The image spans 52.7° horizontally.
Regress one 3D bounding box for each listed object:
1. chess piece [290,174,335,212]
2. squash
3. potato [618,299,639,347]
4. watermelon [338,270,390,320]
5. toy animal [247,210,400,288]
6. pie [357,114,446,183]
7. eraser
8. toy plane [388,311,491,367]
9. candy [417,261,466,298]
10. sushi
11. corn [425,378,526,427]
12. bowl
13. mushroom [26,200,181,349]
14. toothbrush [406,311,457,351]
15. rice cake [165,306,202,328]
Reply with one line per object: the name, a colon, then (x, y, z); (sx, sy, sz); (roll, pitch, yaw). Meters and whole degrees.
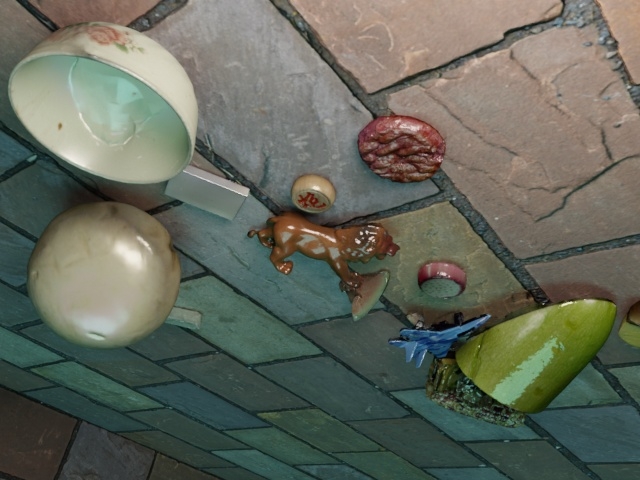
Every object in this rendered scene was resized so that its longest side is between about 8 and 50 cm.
chess piece: (-0.014, -0.086, 1.196); (0.084, 0.038, 0.083); (10, 147, 7)
squash: (0.487, 0.207, 1.419); (0.234, 0.210, 0.308); (15, 115, -28)
potato: (0.671, 0.176, 1.350); (0.096, 0.066, 0.103); (24, 153, 7)
watermelon: (0.102, 0.121, 1.448); (0.155, 0.101, 0.080); (-26, 121, 32)
toy animal: (0.000, 0.000, 1.292); (0.313, 0.097, 0.157); (14, 135, 2)
pie: (0.133, -0.146, 1.057); (0.155, 0.036, 0.154); (8, 148, 5)
eraser: (-0.224, -0.095, 1.263); (0.151, 0.023, 0.104); (22, 146, -14)
toy plane: (0.287, 0.215, 1.513); (0.246, 0.078, 0.169); (-36, 129, 26)
candy: (0.256, 0.085, 1.364); (0.103, 0.043, 0.103); (8, 147, 6)
sushi: (0.417, 0.362, 1.640); (0.291, 0.131, 0.139); (8, 121, -11)
corn: (0.438, 0.453, 1.827); (0.290, 0.098, 0.098); (18, 147, -1)
bowl: (-0.308, -0.222, 0.985); (0.277, 0.145, 0.277); (9, 146, 6)
mushroom: (-0.480, 0.078, 1.374); (0.356, 0.314, 0.315); (-11, 141, 32)
toothbrush: (0.299, 0.251, 1.622); (0.028, 0.026, 0.294); (-27, 133, 24)
rice cake: (-0.444, 0.198, 1.765); (0.246, 0.045, 0.042); (12, 145, 0)
